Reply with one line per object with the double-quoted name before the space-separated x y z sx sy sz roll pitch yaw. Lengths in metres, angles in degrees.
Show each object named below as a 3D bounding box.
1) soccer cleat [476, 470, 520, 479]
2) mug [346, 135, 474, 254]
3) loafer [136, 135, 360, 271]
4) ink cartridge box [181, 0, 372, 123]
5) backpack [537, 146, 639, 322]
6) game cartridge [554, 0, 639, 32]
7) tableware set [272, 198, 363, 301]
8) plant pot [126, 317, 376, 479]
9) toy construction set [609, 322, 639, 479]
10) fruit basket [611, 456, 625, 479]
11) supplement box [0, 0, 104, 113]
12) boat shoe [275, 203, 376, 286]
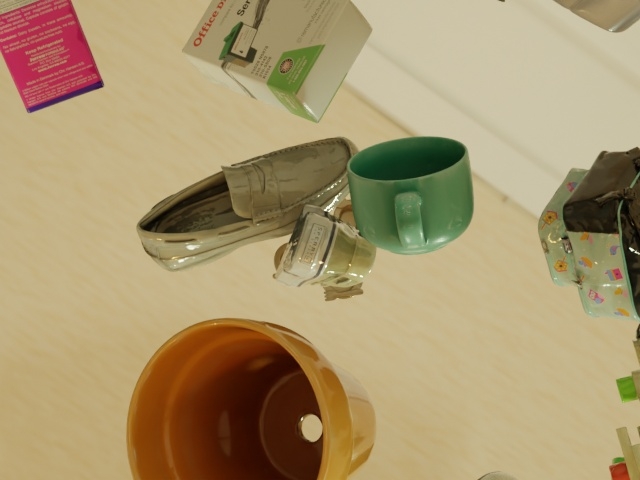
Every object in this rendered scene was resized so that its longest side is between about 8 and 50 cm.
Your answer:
"soccer cleat" 0.299 0.493 1.932 0.116 0.331 0.143 -26 -156 -11
"mug" 0.089 -0.037 1.385 0.158 0.129 0.097 -34 124 -44
"loafer" -0.094 -0.055 1.768 0.319 0.112 0.111 -27 151 5
"ink cartridge box" -0.064 -0.281 1.860 0.160 0.219 0.092 -61 147 -9
"backpack" 0.353 0.003 1.594 0.144 0.188 0.166 -5 -148 36
"game cartridge" 0.245 -0.342 1.292 0.196 0.294 0.060 -38 -164 49
"tableware set" 0.000 0.000 1.834 0.020 0.141 0.168 145 -47 -68
"plant pot" -0.042 0.176 1.219 0.205 0.205 0.188 -54 156 13
"toy construction set" 0.463 0.178 1.481 0.328 0.215 0.151 -19 -172 -3
"fruit basket" 0.622 0.426 2.042 0.283 0.392 0.392 -5 -136 49
"supplement box" -0.374 -0.295 1.711 0.114 0.220 0.111 -21 -142 -8
"boat shoe" 0.006 0.020 1.622 0.302 0.094 0.109 -141 -107 -86
